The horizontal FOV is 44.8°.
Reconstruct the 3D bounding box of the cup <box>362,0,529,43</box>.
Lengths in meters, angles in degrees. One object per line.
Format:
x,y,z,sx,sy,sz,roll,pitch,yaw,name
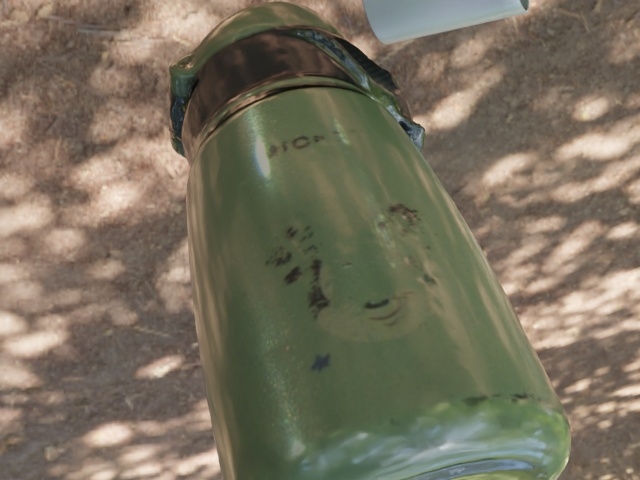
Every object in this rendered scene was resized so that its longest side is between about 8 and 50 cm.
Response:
0.086,-0.193,0.555,0.116,0.074,0.104,-10,160,26,cup

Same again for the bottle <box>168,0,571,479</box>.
0.002,-0.001,0.456,0.168,0.347,0.168,-11,143,-9,bottle
